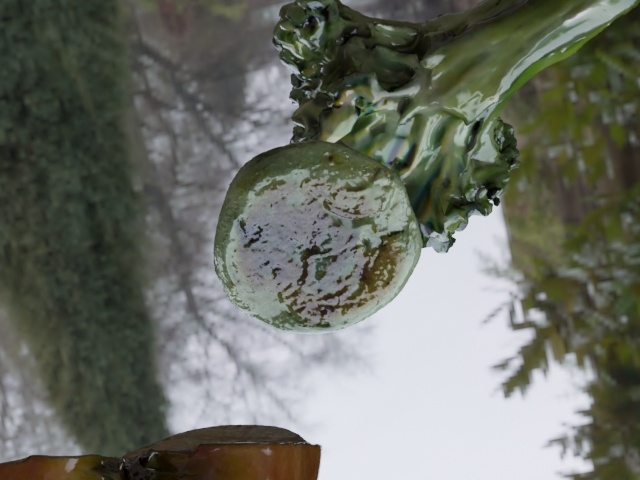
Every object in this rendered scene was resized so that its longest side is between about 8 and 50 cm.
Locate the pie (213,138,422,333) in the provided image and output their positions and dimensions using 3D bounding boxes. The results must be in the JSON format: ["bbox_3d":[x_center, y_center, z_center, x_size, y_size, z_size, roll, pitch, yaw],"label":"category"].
[{"bbox_3d":[0.000,0.000,0.576,0.085,0.085,0.017,-14,-155,-6],"label":"pie"}]

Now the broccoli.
[{"bbox_3d":[0.074,-0.133,0.991,0.198,0.275,0.177,31,-138,2],"label":"broccoli"}]

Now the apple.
[{"bbox_3d":[-0.169,0.218,1.169,0.329,0.295,0.365,-47,-174,-16],"label":"apple"}]
